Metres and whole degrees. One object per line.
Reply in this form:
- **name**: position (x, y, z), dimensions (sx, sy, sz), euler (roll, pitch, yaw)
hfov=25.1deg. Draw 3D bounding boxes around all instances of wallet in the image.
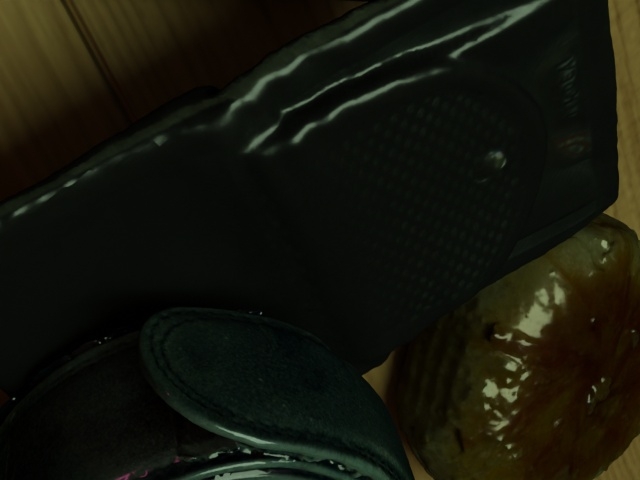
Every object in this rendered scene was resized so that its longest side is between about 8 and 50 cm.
- **wallet**: position (0.000, 0.000, 0.677), dimensions (0.323, 0.041, 0.247), euler (-27, 144, -2)

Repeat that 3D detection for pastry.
- **pastry**: position (0.137, 0.074, 0.879), dimensions (0.182, 0.093, 0.192), euler (1, 107, -41)

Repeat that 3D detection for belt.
- **belt**: position (-0.054, 0.138, 0.684), dimensions (0.206, 0.116, 0.267), euler (-18, 140, -4)
